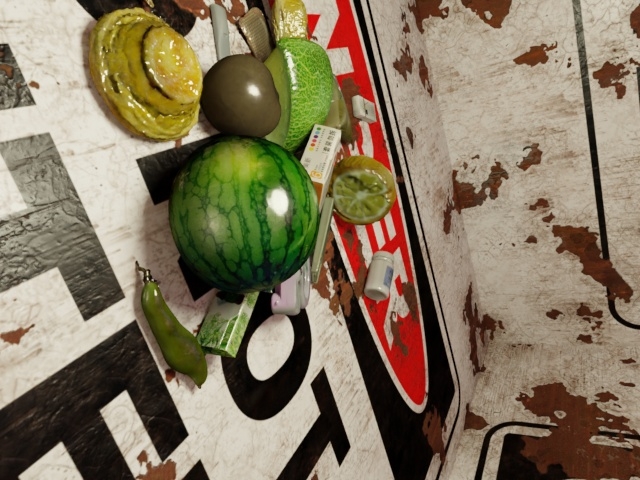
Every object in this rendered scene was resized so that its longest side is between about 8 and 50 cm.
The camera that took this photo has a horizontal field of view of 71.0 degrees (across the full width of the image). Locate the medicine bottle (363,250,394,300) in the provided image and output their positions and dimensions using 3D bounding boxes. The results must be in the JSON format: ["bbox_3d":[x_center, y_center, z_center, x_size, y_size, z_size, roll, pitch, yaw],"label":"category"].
[{"bbox_3d":[0.243,0.143,1.830,0.103,0.103,0.186,51,45,-40],"label":"medicine bottle"}]

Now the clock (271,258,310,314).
[{"bbox_3d":[-0.079,0.099,1.286,0.248,0.090,0.227,57,33,-80],"label":"clock"}]

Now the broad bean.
[{"bbox_3d":[-0.322,0.196,0.971,0.075,0.067,0.325,-62,138,-59],"label":"broad bean"}]

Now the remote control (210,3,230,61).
[{"bbox_3d":[-0.266,-0.553,1.229,0.050,0.027,0.184,-12,96,-57],"label":"remote control"}]

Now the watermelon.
[{"bbox_3d":[-0.164,-0.056,1.012,0.363,0.363,0.363,15,72,-56],"label":"watermelon"}]

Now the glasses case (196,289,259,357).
[{"bbox_3d":[-0.216,0.149,1.117,0.062,0.095,0.272,58,39,-47],"label":"glasses case"}]

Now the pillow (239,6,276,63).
[{"bbox_3d":[-0.173,-0.595,1.378,0.211,0.034,0.135,60,37,-34],"label":"pillow"}]

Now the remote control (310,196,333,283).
[{"bbox_3d":[0.000,0.000,1.495,0.123,0.038,0.285,91,11,-67],"label":"remote control"}]

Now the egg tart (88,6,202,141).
[{"bbox_3d":[-0.351,-0.364,0.975,0.294,0.123,0.294,11,77,-56],"label":"egg tart"}]

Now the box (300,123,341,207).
[{"bbox_3d":[-0.018,-0.182,1.362,0.274,0.091,0.220,104,2,-57],"label":"box"}]

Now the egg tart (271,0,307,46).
[{"bbox_3d":[-0.084,-0.674,1.425,0.232,0.098,0.252,42,48,-76],"label":"egg tart"}]

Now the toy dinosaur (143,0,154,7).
[{"bbox_3d":[-0.415,-0.619,1.004,0.162,0.039,0.126,39,56,-36],"label":"toy dinosaur"}]

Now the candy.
[{"bbox_3d":[0.140,-0.173,1.586,0.118,0.260,0.260,-55,129,-47],"label":"candy"}]

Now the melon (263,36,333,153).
[{"bbox_3d":[-0.061,-0.455,1.375,0.343,0.226,0.331,-37,131,-45],"label":"melon"}]

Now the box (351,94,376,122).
[{"bbox_3d":[0.187,-0.562,1.926,0.154,0.040,0.084,-3,88,-58],"label":"box"}]

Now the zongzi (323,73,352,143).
[{"bbox_3d":[0.060,-0.486,1.657,0.256,0.115,0.228,0,80,-64],"label":"zongzi"}]

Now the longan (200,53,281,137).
[{"bbox_3d":[-0.202,-0.355,1.140,0.220,0.196,0.196,65,35,-48],"label":"longan"}]
